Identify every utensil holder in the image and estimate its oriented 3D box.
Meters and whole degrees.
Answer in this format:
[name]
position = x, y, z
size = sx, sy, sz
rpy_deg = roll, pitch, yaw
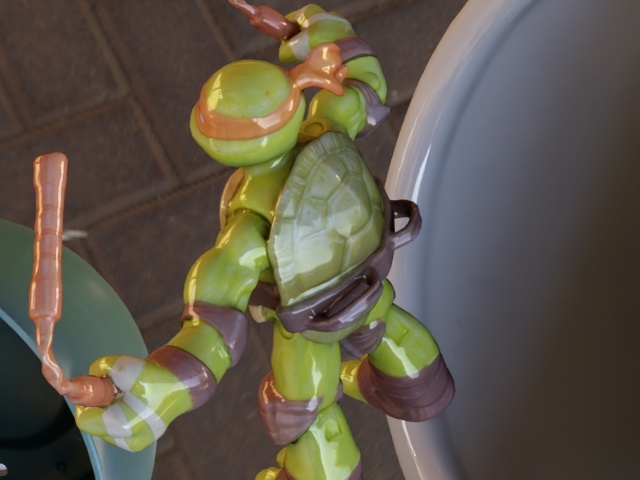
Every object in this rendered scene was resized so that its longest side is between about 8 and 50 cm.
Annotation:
[utensil holder]
position = 0.272, 0.024, 0.672
size = 0.385, 0.327, 0.328
rpy_deg = 3, 65, -29

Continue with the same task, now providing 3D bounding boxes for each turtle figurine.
[turtle figurine]
position = 0.000, 0.000, 0.516
size = 0.087, 0.217, 0.269
rpy_deg = 3, 45, 24

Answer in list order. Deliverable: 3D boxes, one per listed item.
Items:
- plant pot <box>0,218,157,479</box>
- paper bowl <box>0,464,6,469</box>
[plant pot]
position = -0.229, 0.114, 0.794
size = 0.293, 0.235, 0.293
rpy_deg = 2, 102, 10
[paper bowl]
position = -0.378, 0.140, 1.438
size = 0.284, 0.284, 0.148
rpy_deg = 34, 66, 4
